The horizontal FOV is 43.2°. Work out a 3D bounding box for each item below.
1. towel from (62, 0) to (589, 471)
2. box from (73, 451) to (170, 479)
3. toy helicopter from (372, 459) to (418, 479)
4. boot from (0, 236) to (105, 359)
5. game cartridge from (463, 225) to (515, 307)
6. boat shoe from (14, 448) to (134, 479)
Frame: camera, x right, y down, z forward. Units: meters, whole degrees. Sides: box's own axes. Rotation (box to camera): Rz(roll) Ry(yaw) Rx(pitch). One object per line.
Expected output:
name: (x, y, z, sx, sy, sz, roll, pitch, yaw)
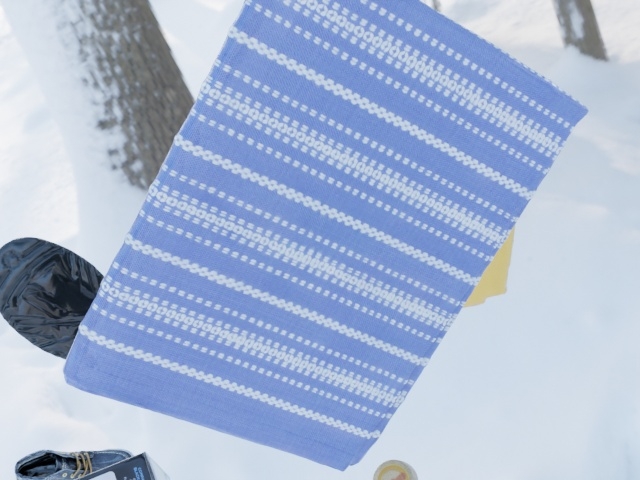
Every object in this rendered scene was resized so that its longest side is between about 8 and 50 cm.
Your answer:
towel: (0.000, 0.000, 0.552, 0.336, 0.243, 0.040, -60, 24, 16)
box: (-0.313, 0.357, 0.950, 0.290, 0.169, 0.087, -20, 65, -8)
toy helicopter: (0.064, 0.560, 1.474, 0.235, 0.140, 0.355, 21, 79, 31)
boot: (-0.251, 0.083, 0.881, 0.094, 0.246, 0.207, -58, 21, -12)
game cartridge: (0.059, -0.010, 0.843, 0.285, 0.323, 0.052, -10, 56, 2)
boat shoe: (-0.378, 0.355, 1.256, 0.183, 0.083, 0.065, -9, 58, -18)
